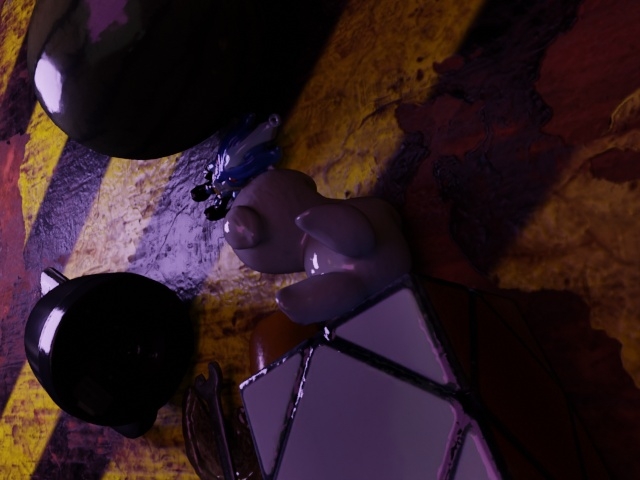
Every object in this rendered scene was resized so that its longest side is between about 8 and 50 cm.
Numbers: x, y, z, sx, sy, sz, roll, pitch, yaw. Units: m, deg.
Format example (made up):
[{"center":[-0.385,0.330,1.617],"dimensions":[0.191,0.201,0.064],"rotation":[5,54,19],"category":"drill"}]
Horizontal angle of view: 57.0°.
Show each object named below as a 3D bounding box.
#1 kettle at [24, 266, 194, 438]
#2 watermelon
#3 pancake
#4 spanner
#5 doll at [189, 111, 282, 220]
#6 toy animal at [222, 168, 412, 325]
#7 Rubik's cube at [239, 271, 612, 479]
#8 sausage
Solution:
[{"center":[-0.334,0.155,0.897],"dimensions":[0.271,0.251,0.207],"rotation":[5,58,47],"category":"kettle"},{"center":[-0.215,-0.263,0.765],"dimensions":[0.359,0.279,0.279],"rotation":[-35,64,35],"category":"watermelon"},{"center":[-0.126,0.260,0.796],"dimensions":[0.190,0.020,0.184],"rotation":[-39,61,30],"category":"pancake"},{"center":[-0.122,0.285,0.768],"dimensions":[0.054,0.015,0.254],"rotation":[-30,66,32],"category":"spanner"},{"center":[-0.109,-0.104,0.796],"dimensions":[0.096,0.070,0.195],"rotation":[51,127,6],"category":"doll"},{"center":[-0.008,0.000,0.626],"dimensions":[0.193,0.178,0.127],"rotation":[30,107,40],"category":"toy animal"},{"center":[0.088,0.172,0.498],"dimensions":[0.205,0.205,0.207],"rotation":[-38,60,27],"category":"Rubik's cube"},{"center":[-0.024,0.177,0.647],"dimensions":[0.098,0.098,0.238],"rotation":[-46,37,26],"category":"sausage"}]
